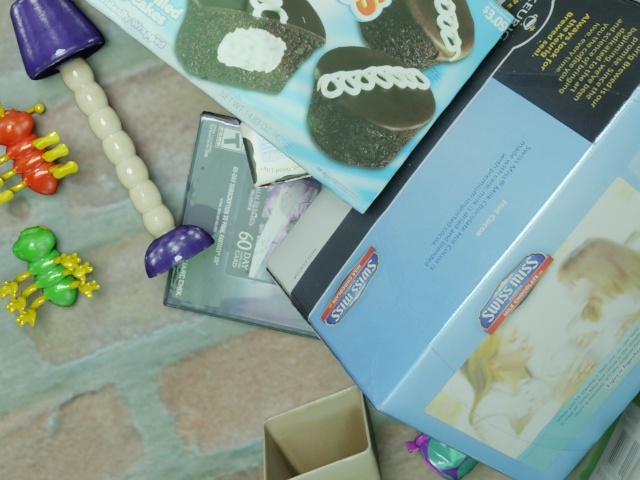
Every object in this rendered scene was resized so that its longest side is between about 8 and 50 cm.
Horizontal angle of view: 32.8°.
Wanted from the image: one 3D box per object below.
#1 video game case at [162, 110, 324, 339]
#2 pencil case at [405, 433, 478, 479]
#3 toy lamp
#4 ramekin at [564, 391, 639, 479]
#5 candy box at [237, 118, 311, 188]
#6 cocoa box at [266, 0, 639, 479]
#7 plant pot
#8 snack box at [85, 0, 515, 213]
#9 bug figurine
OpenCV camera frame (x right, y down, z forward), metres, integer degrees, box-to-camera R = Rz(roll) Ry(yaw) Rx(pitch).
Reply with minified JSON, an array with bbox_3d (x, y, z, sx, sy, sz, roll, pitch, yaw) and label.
[{"bbox_3d":[0.000,0.000,1.053,0.274,0.026,0.196,13,106,-2],"label":"video game case"},{"bbox_3d":[0.157,0.166,1.074,0.070,0.064,0.151,31,104,-24],"label":"pencil case"},{"bbox_3d":[-0.193,-0.100,0.990,0.080,0.080,0.274,-29,95,9],"label":"toy lamp"},{"bbox_3d":[0.331,0.212,0.969,0.148,0.303,0.303,26,105,2],"label":"ramekin"},{"bbox_3d":[-0.042,-0.170,0.923,0.071,0.159,0.233,-14,97,6],"label":"candy box"},{"bbox_3d":[0.172,-0.014,0.888,0.231,0.228,0.347,31,101,-37],"label":"cocoa box"},{"bbox_3d":[0.012,0.226,1.079,0.109,0.109,0.096,-23,116,7],"label":"plant pot"},{"bbox_3d":[-0.039,-0.189,0.784,0.322,0.060,0.187,37,94,-17],"label":"snack box"},{"bbox_3d":[-0.343,-0.003,1.034,0.279,0.072,0.216,-22,110,2],"label":"bug figurine"}]
